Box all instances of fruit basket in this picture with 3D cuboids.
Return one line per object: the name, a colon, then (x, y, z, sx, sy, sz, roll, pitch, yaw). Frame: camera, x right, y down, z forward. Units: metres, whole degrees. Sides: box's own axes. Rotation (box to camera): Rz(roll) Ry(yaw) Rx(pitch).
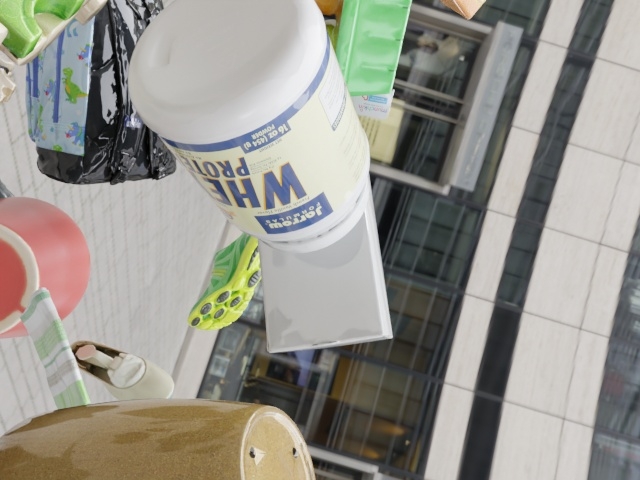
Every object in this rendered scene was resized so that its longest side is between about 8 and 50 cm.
fruit basket: (-0.024, -0.390, 0.989, 0.165, 0.353, 0.327, -67, 169, -55)

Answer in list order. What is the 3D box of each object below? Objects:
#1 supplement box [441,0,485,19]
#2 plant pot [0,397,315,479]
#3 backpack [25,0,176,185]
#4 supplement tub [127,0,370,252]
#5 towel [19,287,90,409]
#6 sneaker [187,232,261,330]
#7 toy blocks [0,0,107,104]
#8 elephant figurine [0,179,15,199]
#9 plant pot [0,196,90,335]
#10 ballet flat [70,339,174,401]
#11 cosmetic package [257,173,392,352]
supplement box: (0.292, -0.494, 0.964, 0.233, 0.080, 0.078, -47, -131, 14)
plant pot: (-0.140, 0.243, 0.531, 0.237, 0.254, 0.237, 52, 26, -38)
backpack: (-0.397, -0.306, 1.060, 0.290, 0.273, 0.355, -25, 135, -61)
supplement tub: (-0.067, -0.143, 0.757, 0.325, 0.235, 0.235, 58, 44, -56)
towel: (-0.336, 0.145, 0.727, 0.023, 0.152, 0.113, -17, 168, -38)
sneaker: (-0.219, 0.095, 1.428, 0.295, 0.109, 0.123, -53, -144, -5)
toy blocks: (-0.335, -0.276, 0.490, 0.309, 0.260, 0.288, -12, -139, 53)
elephant figurine: (-0.787, -0.059, 1.254, 0.239, 0.169, 0.186, -25, -145, 34)
plant pot: (-0.568, 0.057, 1.027, 0.243, 0.275, 0.275, -167, -86, -78)
ballet flat: (-0.375, 0.234, 1.057, 0.086, 0.248, 0.086, -21, 115, -53)
cosmetic package: (0.000, 0.000, 1.002, 0.155, 0.197, 0.365, 36, 47, -74)
